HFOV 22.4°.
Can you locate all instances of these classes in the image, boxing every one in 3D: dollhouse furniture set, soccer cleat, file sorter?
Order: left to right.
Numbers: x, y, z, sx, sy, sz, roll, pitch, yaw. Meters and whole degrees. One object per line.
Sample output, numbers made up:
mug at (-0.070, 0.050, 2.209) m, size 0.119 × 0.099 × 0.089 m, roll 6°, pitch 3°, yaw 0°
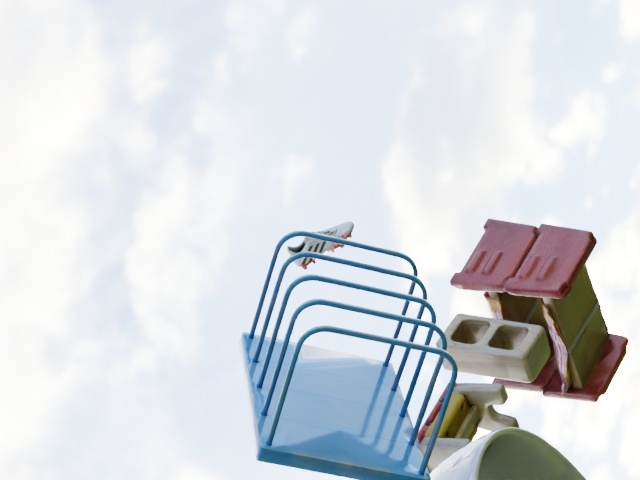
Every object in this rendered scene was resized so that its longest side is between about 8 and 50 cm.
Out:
soccer cleat at (0.000, 0.000, 1.835) m, size 0.035 × 0.083 × 0.029 m, roll 49°, pitch -164°, yaw -28°
file sorter at (0.019, 0.077, 1.116) m, size 0.170 × 0.118 × 0.104 m, roll -107°, pitch 32°, yaw -66°
dollhouse furniture set at (0.213, 0.168, 1.915) m, size 0.374 × 0.152 × 0.201 m, roll -53°, pitch -45°, yaw -36°

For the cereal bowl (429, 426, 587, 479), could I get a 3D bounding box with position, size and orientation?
cereal bowl at (0.176, 0.340, 1.407) m, size 0.339 × 0.141 × 0.339 m, roll 44°, pitch -152°, yaw -32°
